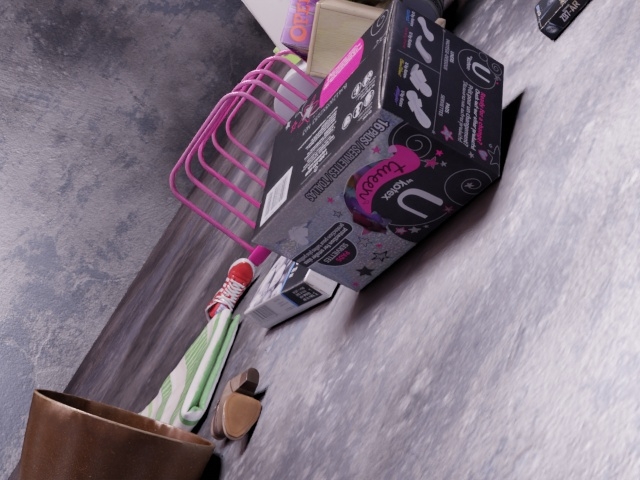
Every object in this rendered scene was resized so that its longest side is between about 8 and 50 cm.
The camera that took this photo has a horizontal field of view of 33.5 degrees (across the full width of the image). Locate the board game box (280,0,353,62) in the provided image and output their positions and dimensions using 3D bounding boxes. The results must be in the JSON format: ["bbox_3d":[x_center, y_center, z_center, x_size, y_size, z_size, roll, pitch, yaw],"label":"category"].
[{"bbox_3d":[0.027,-0.420,1.470,0.208,0.056,0.347,-8,-67,-83],"label":"board game box"}]

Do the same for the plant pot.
[{"bbox_3d":[-0.255,0.309,1.195,0.215,0.215,0.230,169,119,-73],"label":"plant pot"}]

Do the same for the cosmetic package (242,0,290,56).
[{"bbox_3d":[-0.011,-0.418,1.685,0.183,0.151,0.151,-31,11,34],"label":"cosmetic package"}]

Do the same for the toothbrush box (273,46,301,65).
[{"bbox_3d":[0.036,-0.459,2.173,0.283,0.122,0.206,-52,3,7],"label":"toothbrush box"}]

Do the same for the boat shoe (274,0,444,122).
[{"bbox_3d":[0.066,-0.318,1.718,0.367,0.136,0.156,-40,20,43],"label":"boat shoe"}]

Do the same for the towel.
[{"bbox_3d":[-0.237,0.267,1.559,0.325,0.038,0.248,-47,15,32],"label":"towel"}]

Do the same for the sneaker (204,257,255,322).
[{"bbox_3d":[-0.143,0.084,1.665,0.118,0.042,0.067,-56,6,34],"label":"sneaker"}]

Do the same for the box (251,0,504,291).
[{"bbox_3d":[0.058,-0.085,1.078,0.247,0.142,0.163,-44,27,46],"label":"box"}]

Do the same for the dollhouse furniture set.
[{"bbox_3d":[0.098,-0.282,1.450,0.242,0.161,0.212,-53,-24,-61],"label":"dollhouse furniture set"}]

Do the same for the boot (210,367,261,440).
[{"bbox_3d":[-0.102,0.203,1.221,0.087,0.042,0.118,-54,9,37],"label":"boot"}]

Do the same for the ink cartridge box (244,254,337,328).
[{"bbox_3d":[0.000,0.000,1.342,0.208,0.045,0.206,-60,13,-26],"label":"ink cartridge box"}]

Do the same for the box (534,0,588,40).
[{"bbox_3d":[0.251,-0.247,1.092,0.067,0.018,0.083,-49,13,27],"label":"box"}]

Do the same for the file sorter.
[{"bbox_3d":[-0.069,-0.139,1.553,0.202,0.182,0.291,-50,5,24],"label":"file sorter"}]
